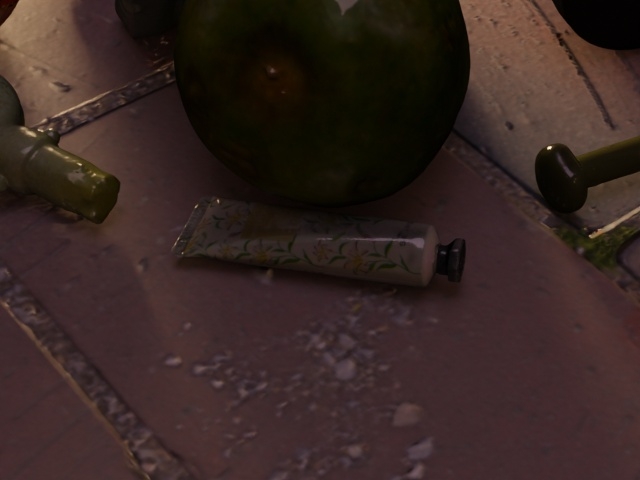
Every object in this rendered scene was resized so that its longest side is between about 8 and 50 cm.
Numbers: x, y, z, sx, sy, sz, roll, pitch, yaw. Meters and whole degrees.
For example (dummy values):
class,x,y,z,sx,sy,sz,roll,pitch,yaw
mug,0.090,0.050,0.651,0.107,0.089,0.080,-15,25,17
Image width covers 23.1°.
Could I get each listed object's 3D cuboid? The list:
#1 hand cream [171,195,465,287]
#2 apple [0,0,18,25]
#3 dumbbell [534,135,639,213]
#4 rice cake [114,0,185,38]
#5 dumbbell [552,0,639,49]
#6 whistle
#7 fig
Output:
class,x,y,z,sx,sy,sz,roll,pitch,yaw
hand cream,0.000,0.000,1.055,0.194,0.042,0.067,8,46,13
apple,-0.319,-0.231,1.201,0.209,0.164,0.209,9,43,-8
dumbbell,0.211,-0.057,1.108,0.118,0.046,0.052,-18,54,-17
rice cake,-0.089,-0.206,1.148,0.127,0.237,0.043,-17,84,-15
dumbbell,0.220,-0.270,1.245,0.152,0.152,0.218,-13,47,-12
whistle,-0.228,-0.069,1.110,0.198,0.057,0.104,25,51,24
fig,0.031,-0.140,1.120,0.206,0.206,0.275,25,28,23
